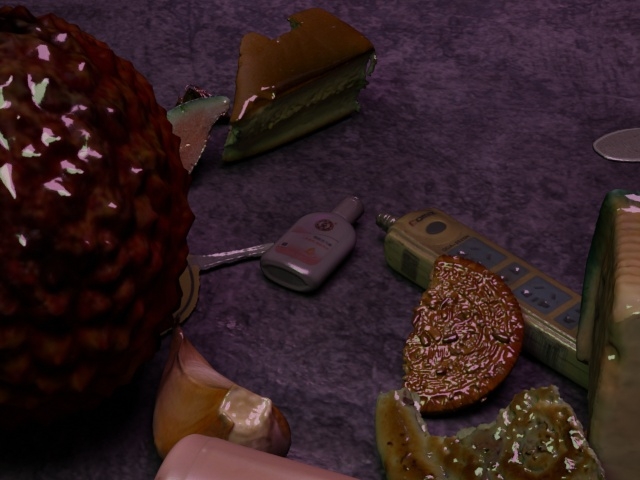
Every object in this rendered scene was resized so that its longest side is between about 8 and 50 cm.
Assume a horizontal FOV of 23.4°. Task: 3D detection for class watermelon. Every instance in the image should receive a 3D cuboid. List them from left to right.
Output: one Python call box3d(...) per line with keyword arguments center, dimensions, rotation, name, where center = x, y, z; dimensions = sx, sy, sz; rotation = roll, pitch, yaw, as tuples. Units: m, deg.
box3d(center=(-0.177, -0.130, 1.939), dimensions=(0.080, 0.155, 0.101), rotation=(35, 8, -1), name="watermelon")

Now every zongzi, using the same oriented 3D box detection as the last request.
box3d(center=(-0.164, -0.179, 2.022), dimensions=(0.083, 0.073, 0.067), rotation=(-29, 66, -34), name="zongzi")

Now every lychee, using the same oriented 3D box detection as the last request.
box3d(center=(-0.345, -0.045, 1.565), dimensions=(0.424, 0.425, 0.500), rotation=(-21, 69, -29), name="lychee")

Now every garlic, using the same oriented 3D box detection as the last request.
box3d(center=(-0.111, 0.181, 1.533), dimensions=(0.115, 0.128, 0.206), rotation=(-45, 33, -7), name="garlic")

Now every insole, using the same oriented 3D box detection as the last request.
box3d(center=(0.472, -0.138, 2.084), dimensions=(0.232, 0.003, 0.080), rotation=(-13, 41, -21), name="insole")

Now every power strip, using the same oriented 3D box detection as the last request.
box3d(center=(0.210, 0.058, 1.758), dimensions=(0.387, 0.066, 0.092), rotation=(32, 43, 31), name="power strip")

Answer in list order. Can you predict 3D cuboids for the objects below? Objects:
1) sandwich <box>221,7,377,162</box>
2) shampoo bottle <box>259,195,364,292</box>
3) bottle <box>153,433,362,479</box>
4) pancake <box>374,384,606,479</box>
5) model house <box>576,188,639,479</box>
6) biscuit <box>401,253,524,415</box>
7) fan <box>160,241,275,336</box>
box3d(center=(-0.055, -0.197, 2.014), dimensions=(0.235, 0.122, 0.128), rotation=(-26, 49, -33), name="sandwich")
box3d(center=(0.000, 0.000, 1.831), dimensions=(0.080, 0.040, 0.165), rotation=(21, 42, 23), name="shampoo bottle")
box3d(center=(-0.004, 0.276, 1.343), dimensions=(0.296, 0.206, 0.173), rotation=(15, 46, 11), name="bottle")
box3d(center=(0.168, 0.218, 1.442), dimensions=(0.376, 0.054, 0.197), rotation=(15, 74, 49), name="pancake")
box3d(center=(0.450, 0.110, 1.526), dimensions=(0.382, 0.335, 0.343), rotation=(9, 28, 5), name="model house")
box3d(center=(0.157, 0.101, 1.673), dimensions=(0.126, 0.025, 0.206), rotation=(5, 54, 14), name="biscuit")
box3d(center=(-0.207, 0.039, 1.784), dimensions=(0.335, 0.011, 0.229), rotation=(-12, 40, -20), name="fan")
